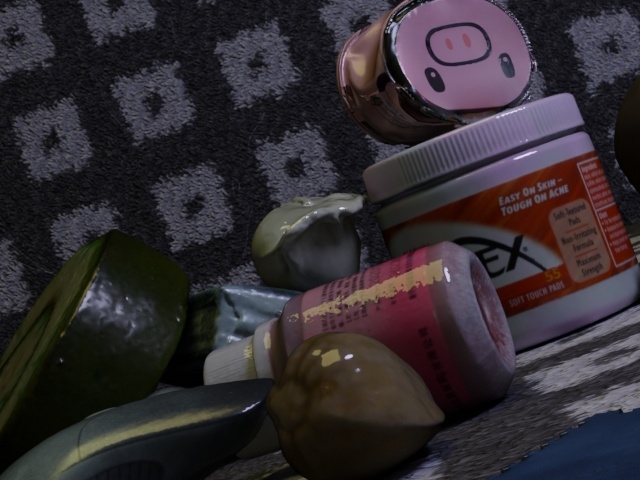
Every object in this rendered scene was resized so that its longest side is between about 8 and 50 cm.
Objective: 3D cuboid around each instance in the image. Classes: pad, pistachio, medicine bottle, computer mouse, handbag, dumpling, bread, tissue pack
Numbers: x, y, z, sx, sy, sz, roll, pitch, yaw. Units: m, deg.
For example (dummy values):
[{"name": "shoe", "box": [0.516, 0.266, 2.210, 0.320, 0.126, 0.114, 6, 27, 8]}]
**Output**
[{"name": "pad", "box": [0.169, 0.108, 0.743, 0.269, 0.012, 0.269, -20, -2, -43]}, {"name": "pistachio", "box": [0.028, 0.121, 1.077, 0.126, 0.108, 0.185, 3, -2, 15]}, {"name": "medicine bottle", "box": [0.201, -0.008, 1.638, 0.252, 0.241, 0.252, -21, -2, -1]}, {"name": "computer mouse", "box": [-0.137, 0.157, 1.122, 0.379, 0.090, 0.167, -33, 4, -21]}, {"name": "medicine bottle", "box": [0.031, 0.101, 1.258, 0.247, 0.147, 0.147, -22, -1, 15]}, {"name": "handbag", "box": [0.133, -0.199, 1.737, 0.205, 0.179, 0.116, -13, -12, -28]}, {"name": "dumpling", "box": [0.000, 0.000, 1.647, 0.151, 0.124, 0.229, -46, -8, -11]}, {"name": "bread", "box": [-0.277, 0.168, 1.618, 0.366, 0.129, 0.382, -52, 15, 22]}, {"name": "tissue pack", "box": [-0.052, 0.120, 1.654, 0.228, 0.103, 0.315, 13, -12, -18]}]

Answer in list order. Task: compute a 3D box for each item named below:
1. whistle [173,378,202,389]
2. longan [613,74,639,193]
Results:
[{"name": "whistle", "box": [-0.150, 0.213, 1.691, 0.180, 0.093, 0.269, -14, -8, -9]}, {"name": "longan", "box": [0.515, -0.140, 1.722, 0.350, 0.288, 0.288, -17, -1, 5]}]
